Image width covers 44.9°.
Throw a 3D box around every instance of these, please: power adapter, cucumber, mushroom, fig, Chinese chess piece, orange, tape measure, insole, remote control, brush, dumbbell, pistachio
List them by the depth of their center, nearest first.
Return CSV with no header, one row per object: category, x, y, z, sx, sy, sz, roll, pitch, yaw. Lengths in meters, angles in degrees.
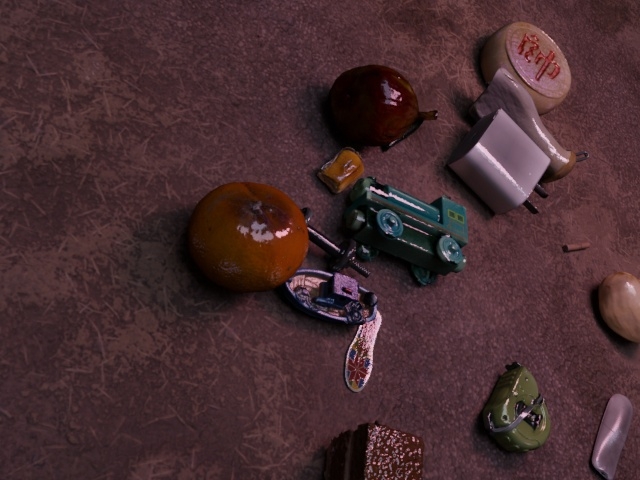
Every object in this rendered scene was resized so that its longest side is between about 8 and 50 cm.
orange,-0.129,-0.014,1.415,0.224,0.170,0.224,11,52,-14
dumbbell,0.000,0.000,1.565,0.254,0.082,0.081,36,53,-16
insole,0.087,0.217,1.569,0.065,0.006,0.193,32,55,-18
tape measure,0.427,0.378,1.670,0.154,0.087,0.177,49,53,-6
fig,0.162,-0.321,1.752,0.290,0.191,0.190,-23,82,-30
remote control,0.703,0.461,1.843,0.073,0.044,0.229,45,51,-12
cucumber,0.206,-0.264,1.854,0.184,0.036,0.033,-40,120,-40
power adapter,0.462,-0.173,1.918,0.255,0.124,0.187,43,63,-10
mushroom,0.526,-0.284,1.990,0.329,0.159,0.122,44,71,-5
pistachio,0.791,0.175,1.997,0.145,0.117,0.200,-27,93,-1
Chinese chess piece,0.568,-0.472,2.146,0.270,0.112,0.270,15,60,-28
brush,0.675,-0.220,2.159,0.266,0.027,0.062,-15,78,-41

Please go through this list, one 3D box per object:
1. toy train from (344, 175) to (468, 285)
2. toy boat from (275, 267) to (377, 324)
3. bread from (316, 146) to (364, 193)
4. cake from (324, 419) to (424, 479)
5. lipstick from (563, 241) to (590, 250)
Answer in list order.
toy train,0.189,-0.032,1.689,0.298,0.120,0.194,22,51,-24
toy boat,0.018,0.106,1.517,0.223,0.097,0.100,19,56,-27
bread,0.049,-0.154,1.687,0.072,0.053,0.106,48,56,-2
cake,0.092,0.410,1.392,0.135,0.147,0.134,24,59,-24
lipstick,0.677,0.016,2.049,0.094,0.019,0.019,-7,73,-36
